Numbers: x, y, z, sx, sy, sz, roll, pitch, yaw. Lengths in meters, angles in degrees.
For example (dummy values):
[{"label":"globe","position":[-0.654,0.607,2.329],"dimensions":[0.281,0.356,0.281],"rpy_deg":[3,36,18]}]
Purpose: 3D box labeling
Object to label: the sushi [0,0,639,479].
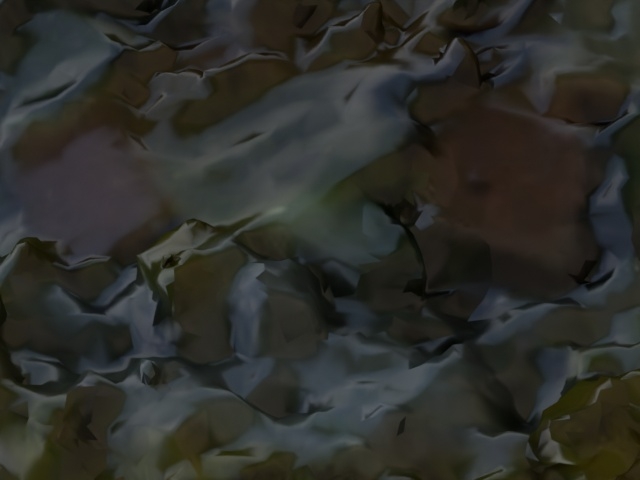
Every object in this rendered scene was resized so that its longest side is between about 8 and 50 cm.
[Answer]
[{"label":"sushi","position":[0.000,0.000,0.567],"dimensions":[0.240,0.397,0.351],"rpy_deg":[77,-163,-50]}]
